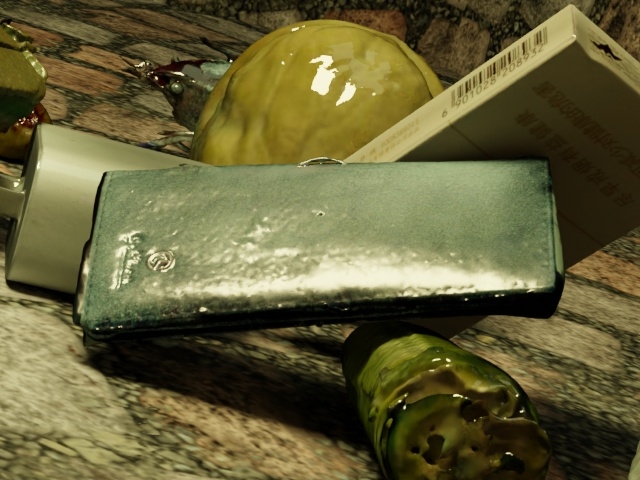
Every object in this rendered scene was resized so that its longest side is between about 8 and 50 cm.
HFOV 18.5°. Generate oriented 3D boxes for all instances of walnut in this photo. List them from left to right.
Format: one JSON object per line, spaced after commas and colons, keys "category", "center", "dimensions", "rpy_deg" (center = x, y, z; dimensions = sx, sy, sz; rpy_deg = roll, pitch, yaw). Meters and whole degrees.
{"category": "walnut", "center": [0.007, -0.081, 1.945], "dimensions": [0.253, 0.277, 0.282], "rpy_deg": [33, 5, 36]}

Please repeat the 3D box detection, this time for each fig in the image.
{"category": "fig", "center": [-0.345, -0.124, 2.154], "dimensions": [0.084, 0.082, 0.098], "rpy_deg": [-19, -1, -41]}

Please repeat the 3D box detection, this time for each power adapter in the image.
{"category": "power adapter", "center": [-0.205, -0.022, 1.734], "dimensions": [0.255, 0.124, 0.187], "rpy_deg": [13, 11, -13]}

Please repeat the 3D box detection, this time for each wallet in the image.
{"category": "wallet", "center": [0.000, 0.000, 1.548], "dimensions": [0.379, 0.046, 0.190], "rpy_deg": [-3, 41, 6]}

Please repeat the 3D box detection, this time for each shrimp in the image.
{"category": "shrimp", "center": [-0.064, -0.140, 2.411], "dimensions": [0.410, 0.166, 0.221], "rpy_deg": [8, 41, -16]}

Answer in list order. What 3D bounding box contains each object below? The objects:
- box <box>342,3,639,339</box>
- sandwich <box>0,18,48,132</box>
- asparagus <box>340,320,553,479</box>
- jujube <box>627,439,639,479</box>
{"category": "box", "center": [0.141, -0.037, 1.676], "dimensions": [0.204, 0.365, 0.051], "rpy_deg": [35, 37, -30]}
{"category": "sandwich", "center": [-0.376, -0.112, 1.704], "dimensions": [0.109, 0.212, 0.292], "rpy_deg": [50, 16, 23]}
{"category": "asparagus", "center": [0.083, 0.123, 1.463], "dimensions": [0.128, 0.108, 0.382], "rpy_deg": [22, 2, -5]}
{"category": "jujube", "center": [0.327, 0.191, 1.294], "dimensions": [0.226, 0.226, 0.317], "rpy_deg": [15, 7, -10]}
